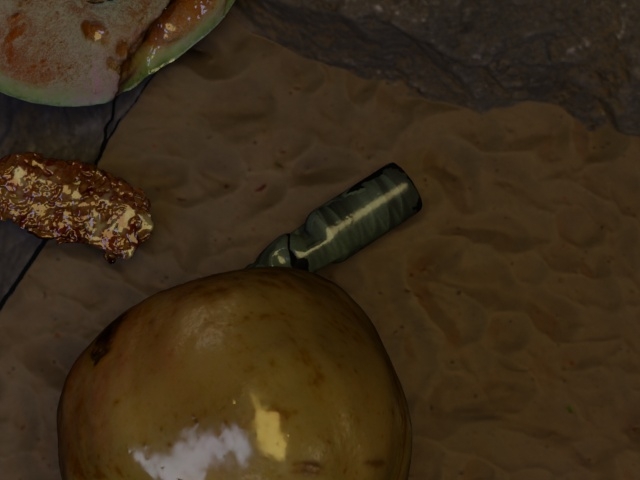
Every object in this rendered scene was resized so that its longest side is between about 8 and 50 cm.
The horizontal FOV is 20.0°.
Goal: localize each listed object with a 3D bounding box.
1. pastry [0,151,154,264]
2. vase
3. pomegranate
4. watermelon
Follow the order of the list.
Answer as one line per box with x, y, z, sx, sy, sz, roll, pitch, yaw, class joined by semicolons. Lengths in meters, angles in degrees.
-0.244;-0.037;1.775;0.169;0.063;0.087;21;88;-8;pastry
0.000;0.000;1.798;0.211;0.060;0.060;-32;86;-9;vase
-0.066;0.193;1.623;0.342;0.342;0.342;1;81;-7;pomegranate
-0.228;-0.253;1.782;0.322;0.188;0.175;-16;128;-16;watermelon
